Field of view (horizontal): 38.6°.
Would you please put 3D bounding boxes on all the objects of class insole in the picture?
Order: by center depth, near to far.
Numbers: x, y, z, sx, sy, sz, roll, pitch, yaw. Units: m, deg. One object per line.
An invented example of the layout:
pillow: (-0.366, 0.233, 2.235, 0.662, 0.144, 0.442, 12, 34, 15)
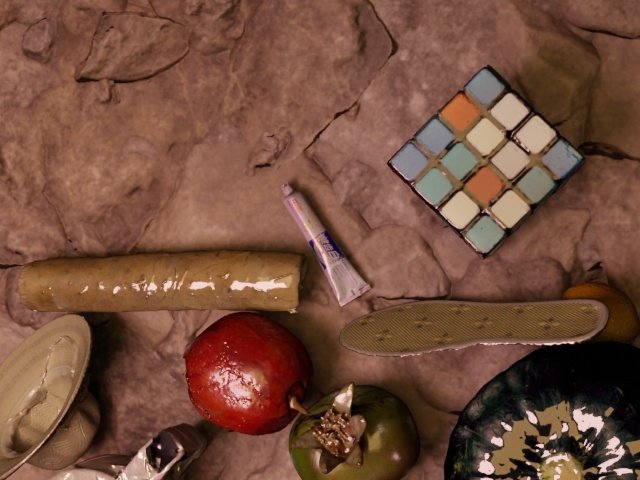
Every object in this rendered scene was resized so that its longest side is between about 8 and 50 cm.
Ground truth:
insole: (0.164, 0.096, 1.040, 0.322, 0.109, 0.007, -6, 121, 31)

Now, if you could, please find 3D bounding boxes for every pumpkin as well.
pumpkin: (0.283, 0.268, 0.966, 0.315, 0.238, 0.315, -8, 68, 20)

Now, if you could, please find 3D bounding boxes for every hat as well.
hat: (-0.336, 0.225, 1.143, 0.252, 0.252, 0.110, -42, 121, 6)

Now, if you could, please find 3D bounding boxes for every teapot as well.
teapot: (-0.238, 0.305, 1.096, 0.163, 0.178, 0.222, 15, 96, 12)

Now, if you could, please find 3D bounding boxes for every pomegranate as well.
pomegranate: (0.030, 0.228, 1.037, 0.152, 0.191, 0.131, -37, 66, 6)

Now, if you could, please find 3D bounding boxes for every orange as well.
orange: (0.316, 0.091, 1.041, 0.095, 0.085, 0.085, 19, 91, 5)

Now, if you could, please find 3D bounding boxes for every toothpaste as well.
toothpaste: (0.000, 0.000, 1.138, 0.045, 0.028, 0.170, -32, 83, 1)

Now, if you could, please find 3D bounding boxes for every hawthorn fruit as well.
hawthorn fruit: (-0.074, 0.162, 1.075, 0.172, 0.148, 0.148, 17, 90, 38)

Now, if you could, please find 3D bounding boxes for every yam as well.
yam: (-0.198, 0.051, 1.150, 0.371, 0.083, 0.083, 0, 87, 13)

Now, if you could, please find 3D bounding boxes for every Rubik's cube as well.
Rubik's cube: (0.187, -0.082, 1.040, 0.154, 0.155, 0.151, -46, 80, 6)
